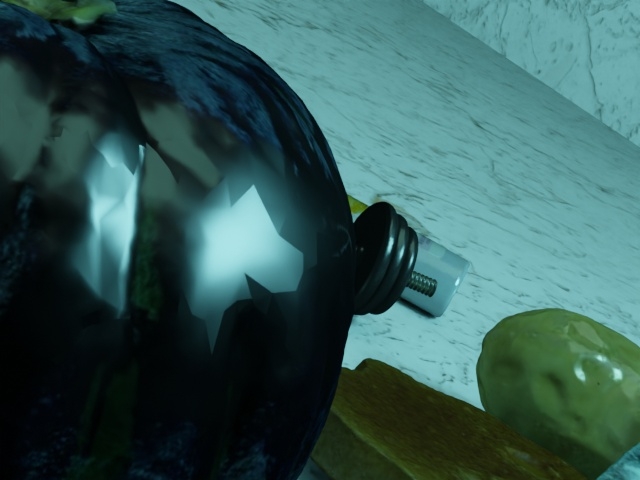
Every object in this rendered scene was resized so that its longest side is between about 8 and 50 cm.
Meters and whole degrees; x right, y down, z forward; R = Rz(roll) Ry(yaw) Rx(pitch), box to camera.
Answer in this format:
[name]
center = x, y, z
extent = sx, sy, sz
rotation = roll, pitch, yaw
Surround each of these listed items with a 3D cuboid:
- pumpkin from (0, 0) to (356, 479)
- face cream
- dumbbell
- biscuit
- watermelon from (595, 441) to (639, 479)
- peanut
[pumpkin]
center = -0.162, 0.004, 0.792
extent = 0.363, 0.266, 0.363
rotation = 23, 18, -8
[face cream]
center = 0.033, -0.005, 1.621
extent = 0.198, 0.057, 0.084
rotation = 30, 13, 1
[dumbbell]
center = 0.000, 0.000, 1.457
extent = 0.208, 0.099, 0.099
rotation = 23, 15, -18
[biscuit]
center = 0.106, 0.165, 1.189
extent = 0.273, 0.049, 0.257
rotation = 33, 12, 8
[watermelon]
center = 0.121, 0.187, 0.767
extent = 0.320, 0.214, 0.289
rotation = 48, 40, -21
[peanut]
center = 0.251, 0.154, 1.328
extent = 0.319, 0.147, 0.147
rotation = 36, 15, 12
